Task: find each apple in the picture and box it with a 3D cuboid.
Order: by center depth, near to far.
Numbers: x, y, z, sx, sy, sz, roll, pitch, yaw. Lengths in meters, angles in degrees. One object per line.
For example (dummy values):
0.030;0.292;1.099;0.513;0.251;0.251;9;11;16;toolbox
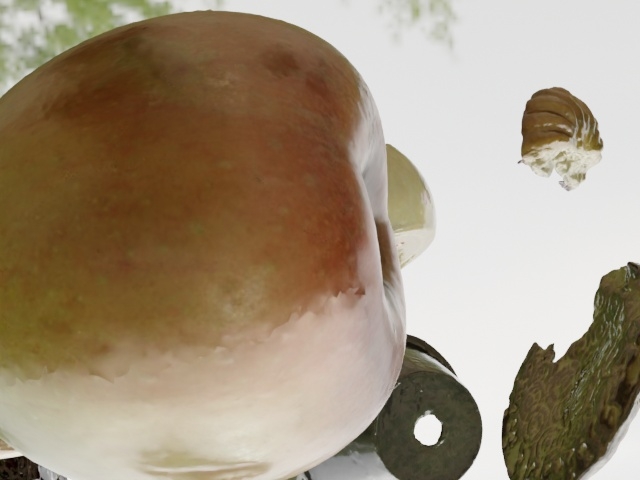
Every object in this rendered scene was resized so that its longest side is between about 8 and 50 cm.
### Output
-0.101;0.012;1.035;0.305;0.338;0.338;-6;-162;10;apple

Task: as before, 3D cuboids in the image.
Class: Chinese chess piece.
0.000;0.000;1.566;0.251;0.097;0.251;-23;165;-7;Chinese chess piece

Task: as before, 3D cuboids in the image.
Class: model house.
-0.407;0.304;2.148;0.164;0.141;0.203;45;179;16;model house

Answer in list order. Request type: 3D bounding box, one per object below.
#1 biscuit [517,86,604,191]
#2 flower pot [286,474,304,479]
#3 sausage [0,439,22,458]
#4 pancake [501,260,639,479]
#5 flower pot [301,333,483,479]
0.295;-0.128;1.821;0.061;0.118;0.183;-3;173;32;biscuit
-0.049;0.292;2.246;0.203;0.212;0.212;-26;-152;-33;flower pot
-0.312;0.209;1.744;0.301;0.066;0.066;-9;-160;-20;sausage
0.285;0.153;1.661;0.033;0.288;0.286;24;-177;-13;pancake
0.112;0.250;2.014;0.269;0.269;0.166;-13;-178;-25;flower pot
